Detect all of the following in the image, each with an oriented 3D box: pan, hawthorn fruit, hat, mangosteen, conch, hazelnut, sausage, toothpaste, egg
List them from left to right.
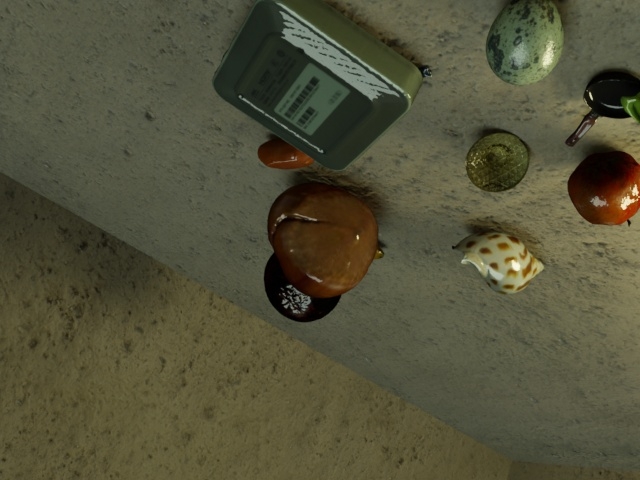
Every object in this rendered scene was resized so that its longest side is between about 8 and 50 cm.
[{"bbox_3d":[-0.088,-0.240,1.981,0.179,0.089,0.089,1,149,24],"label":"sausage"},{"bbox_3d":[-0.050,0.138,2.529,0.297,0.293,0.297,17,117,38],"label":"mangosteen"},{"bbox_3d":[0.000,0.000,2.115,0.315,0.372,0.372,-9,168,-24],"label":"hazelnut"},{"bbox_3d":[0.199,-0.359,1.541,0.083,0.019,0.027,0,129,37],"label":"toothpaste"},{"bbox_3d":[0.405,-0.191,1.656,0.146,0.067,0.146,2,116,3],"label":"hat"},{"bbox_3d":[0.506,0.059,1.974,0.149,0.183,0.275,-42,132,22],"label":"conch"},{"bbox_3d":[0.361,-0.355,1.258,0.132,0.132,0.172,18,143,13],"label":"egg"},{"bbox_3d":[0.549,-0.254,1.400,0.115,0.040,0.212,25,149,-3],"label":"pan"},{"bbox_3d":[0.619,-0.097,1.520,0.157,0.157,0.194,-2,141,45],"label":"hawthorn fruit"}]

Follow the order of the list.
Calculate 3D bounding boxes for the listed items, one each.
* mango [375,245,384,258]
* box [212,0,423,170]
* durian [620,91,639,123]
[{"bbox_3d":[0.125,0.004,2.305,0.190,0.075,0.098,33,164,-35],"label":"mango"},{"bbox_3d":[-0.022,-0.352,1.606,0.396,0.111,0.396,32,150,-11],"label":"box"},{"bbox_3d":[0.669,-0.241,1.253,0.250,0.101,0.139,-14,108,49],"label":"durian"}]
